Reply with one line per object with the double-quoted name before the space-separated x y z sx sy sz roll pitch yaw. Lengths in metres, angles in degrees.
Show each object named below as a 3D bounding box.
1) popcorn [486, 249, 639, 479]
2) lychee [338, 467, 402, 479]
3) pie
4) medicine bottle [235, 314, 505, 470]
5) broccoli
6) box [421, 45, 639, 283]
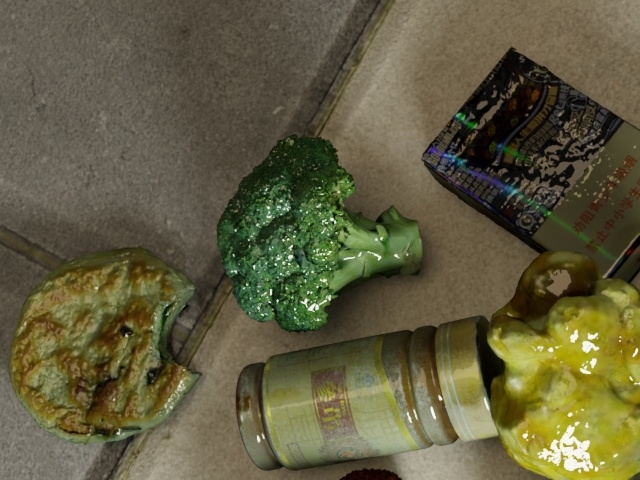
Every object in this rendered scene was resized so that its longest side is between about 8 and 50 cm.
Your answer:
"popcorn" 0.304 0.155 1.818 0.225 0.276 0.276 -4 70 36
"lychee" 0.056 0.343 1.939 0.129 0.123 0.123 -39 59 36
"pie" -0.300 0.144 2.173 0.302 0.067 0.303 -6 72 18
"medicine bottle" 0.065 0.197 1.964 0.322 0.151 0.151 -12 68 17
"broccoli" 0.000 0.000 2.025 0.270 0.270 0.270 6 72 -9
"box" 0.308 -0.086 2.007 0.310 0.084 0.198 38 89 27
